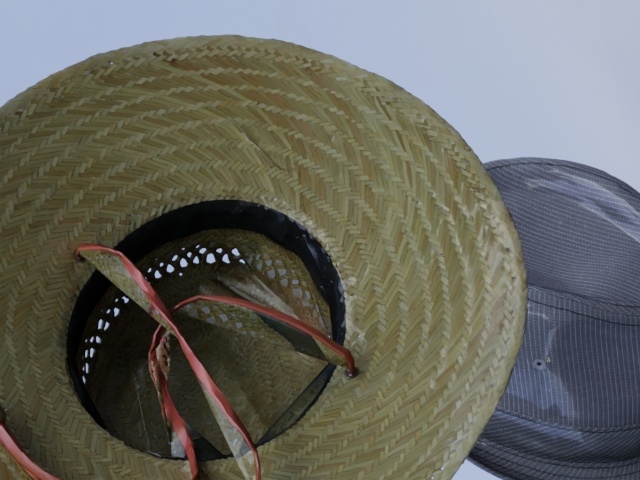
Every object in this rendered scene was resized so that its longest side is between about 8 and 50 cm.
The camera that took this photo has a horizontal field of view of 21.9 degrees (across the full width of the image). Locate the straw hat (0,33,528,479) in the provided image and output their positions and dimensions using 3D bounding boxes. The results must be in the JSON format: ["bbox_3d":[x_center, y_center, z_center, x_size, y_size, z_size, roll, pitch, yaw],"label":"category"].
[{"bbox_3d":[-0.026,0.027,0.377,0.061,0.144,0.144,94,174,-55],"label":"straw hat"}]

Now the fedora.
[{"bbox_3d":[0.162,0.038,1.083,0.244,0.275,0.124,-46,-26,-36],"label":"fedora"}]

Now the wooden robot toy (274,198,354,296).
[{"bbox_3d":[0.000,0.000,0.842,0.173,0.079,0.076,111,152,-65],"label":"wooden robot toy"}]
